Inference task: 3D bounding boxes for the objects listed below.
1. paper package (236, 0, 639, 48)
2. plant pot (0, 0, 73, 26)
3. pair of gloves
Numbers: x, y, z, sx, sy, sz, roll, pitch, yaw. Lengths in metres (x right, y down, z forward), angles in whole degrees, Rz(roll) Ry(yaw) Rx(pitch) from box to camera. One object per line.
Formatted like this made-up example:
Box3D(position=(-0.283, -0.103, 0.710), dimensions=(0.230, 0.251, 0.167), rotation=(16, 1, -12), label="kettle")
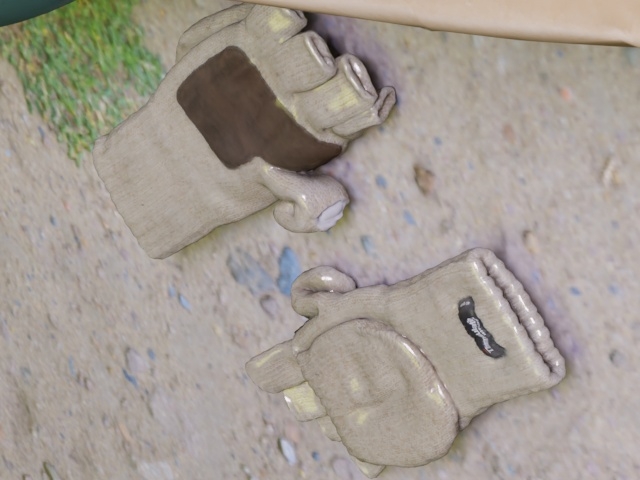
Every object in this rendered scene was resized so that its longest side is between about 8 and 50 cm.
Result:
Box3D(position=(0.077, -0.220, 0.540), dimensions=(0.309, 0.168, 0.324), rotation=(14, 110, 42), label="paper package")
Box3D(position=(-0.159, -0.217, 0.797), dimensions=(0.293, 0.293, 0.235), rotation=(57, 160, 1), label="plant pot")
Box3D(position=(0.000, 0.000, 0.965), dimensions=(0.240, 0.042, 0.204), rotation=(53, 141, 3), label="pair of gloves")
